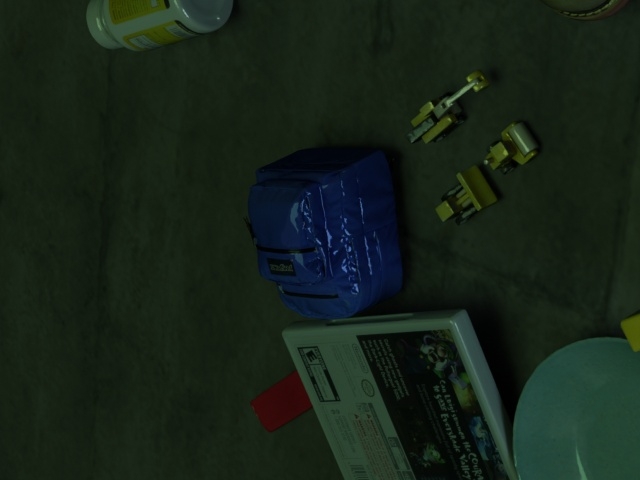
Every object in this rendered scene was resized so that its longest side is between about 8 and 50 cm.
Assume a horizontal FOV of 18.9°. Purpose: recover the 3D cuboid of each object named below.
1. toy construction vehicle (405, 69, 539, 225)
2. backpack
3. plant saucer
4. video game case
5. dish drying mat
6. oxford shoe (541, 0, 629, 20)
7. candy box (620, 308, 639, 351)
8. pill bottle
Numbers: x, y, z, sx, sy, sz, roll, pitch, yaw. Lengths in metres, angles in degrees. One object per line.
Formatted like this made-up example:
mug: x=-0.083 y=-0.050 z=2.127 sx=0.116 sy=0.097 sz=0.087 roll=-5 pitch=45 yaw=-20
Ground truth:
toy construction vehicle: x=0.101 y=-0.064 z=1.359 sx=0.098 sy=0.035 sz=0.086 roll=-37 pitch=79 yaw=43
backpack: x=0.000 y=0.000 z=1.429 sx=0.098 sy=0.101 sz=0.120 roll=7 pitch=115 yaw=46
plant saucer: x=0.222 y=0.155 z=1.325 sx=0.195 sy=0.037 sz=0.195 roll=17 pitch=116 yaw=38
video game case: x=0.071 y=0.141 z=1.441 sx=0.173 sy=0.022 sz=0.190 roll=-6 pitch=113 yaw=43
dish drying mat: x=-0.025 y=0.128 z=1.558 sx=0.083 sy=0.008 sz=0.032 roll=-36 pitch=81 yaw=42
oxford shoe: x=0.126 y=-0.302 z=1.187 sx=0.123 sy=0.130 sz=0.348 roll=1 pitch=105 yaw=42
candy box: x=0.290 y=0.015 z=1.168 sx=0.206 sy=0.105 sz=0.027 roll=-25 pitch=87 yaw=44
pill bottle: x=-0.129 y=-0.184 z=1.503 sx=0.116 sy=0.065 sz=0.065 roll=-10 pitch=98 yaw=43
